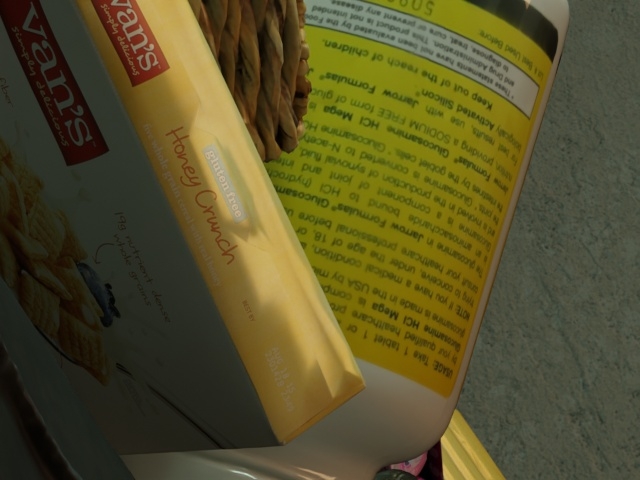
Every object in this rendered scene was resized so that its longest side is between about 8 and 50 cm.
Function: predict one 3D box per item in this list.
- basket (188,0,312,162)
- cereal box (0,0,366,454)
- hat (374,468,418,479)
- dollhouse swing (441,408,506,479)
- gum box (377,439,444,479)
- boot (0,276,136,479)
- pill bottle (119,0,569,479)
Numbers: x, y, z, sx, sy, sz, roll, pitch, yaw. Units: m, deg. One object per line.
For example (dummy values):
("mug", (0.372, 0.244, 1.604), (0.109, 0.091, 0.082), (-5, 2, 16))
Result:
("basket", (-0.149, -0.172, 0.853), (0.223, 0.213, 0.299), (21, -59, 38))
("cereal box", (-0.101, -0.004, 0.698), (0.240, 0.047, 0.173), (-13, -75, 55))
("hat", (0.020, 0.223, 1.298), (0.331, 0.134, 0.331), (-25, 90, -86))
("dollhouse swing", (0.224, 0.258, 1.646), (0.347, 0.315, 0.305), (-23, 92, -65))
("gum box", (0.037, 0.196, 1.461), (0.107, 0.062, 0.188), (20, -51, 39))
("boot", (-0.116, 0.021, 0.553), (0.445, 0.146, 0.367), (59, 16, -32))
("pill bottle", (0.000, 0.000, 1.005), (0.188, 0.188, 0.334), (54, 53, -72))
